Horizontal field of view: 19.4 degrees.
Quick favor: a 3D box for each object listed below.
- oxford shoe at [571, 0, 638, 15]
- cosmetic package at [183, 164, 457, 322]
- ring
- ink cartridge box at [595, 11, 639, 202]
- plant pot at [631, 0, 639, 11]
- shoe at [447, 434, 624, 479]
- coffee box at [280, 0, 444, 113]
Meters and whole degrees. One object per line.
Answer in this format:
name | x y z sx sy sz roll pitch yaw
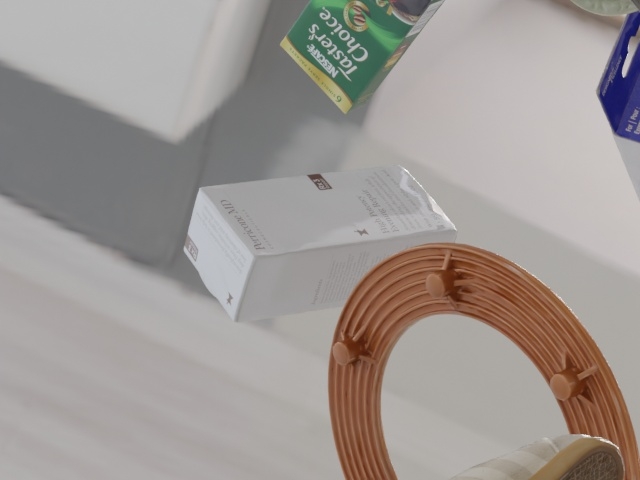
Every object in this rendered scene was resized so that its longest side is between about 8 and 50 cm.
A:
oxford shoe | 0.364 -0.354 1.524 0.169 0.449 0.130 47 -145 -5
cosmetic package | 0.000 0.000 1.784 0.231 0.085 0.117 -7 -140 -33
ring | 0.118 0.167 1.514 0.032 0.337 0.336 -18 -130 -40
ink cartridge box | 0.375 -0.089 1.872 0.069 0.371 0.176 4 -126 33
plant pot | 0.314 -0.208 1.269 0.167 0.188 0.187 25 -104 -19
shoe | 0.093 0.182 1.139 0.219 0.077 0.058 -29 -146 -31
coffee box | 0.044 -0.233 1.974 0.113 0.184 0.040 48 -139 9
